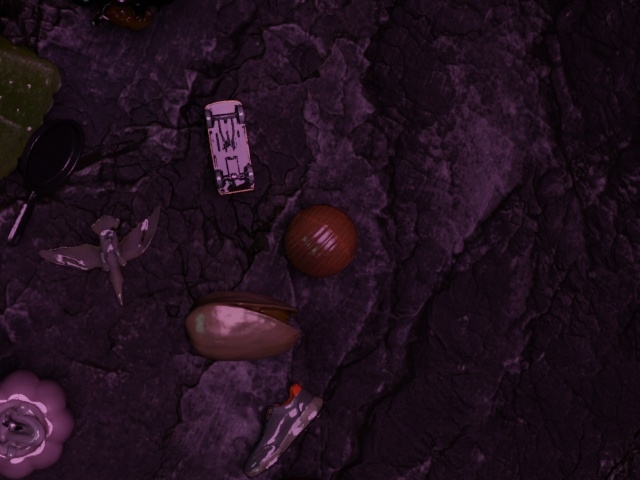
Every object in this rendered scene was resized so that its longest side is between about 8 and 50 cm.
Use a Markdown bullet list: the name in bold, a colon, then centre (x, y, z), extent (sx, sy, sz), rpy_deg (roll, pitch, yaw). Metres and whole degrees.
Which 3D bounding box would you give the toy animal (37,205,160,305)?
- **toy animal**: centre (-0.362, 0.037, 1.546), extent (0.219, 0.095, 0.155), rpy_deg (-14, 88, -15)

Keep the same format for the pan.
- **pan**: centre (-0.471, -0.099, 1.509), extent (0.028, 0.136, 0.235), rpy_deg (24, 85, 18)

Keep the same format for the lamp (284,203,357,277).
- **lamp**: centre (0.000, 0.000, 1.631), extent (0.136, 0.136, 0.136), rpy_deg (0, 89, -16)

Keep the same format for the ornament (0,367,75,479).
- **ornament**: centre (-0.489, 0.297, 1.467), extent (0.178, 0.177, 0.177), rpy_deg (0, 89, -16)

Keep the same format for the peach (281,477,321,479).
- **peach**: centre (-0.079, 0.509, 1.592), extent (0.267, 0.159, 0.153), rpy_deg (-13, 86, -14)

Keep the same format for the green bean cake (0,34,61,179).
- **green bean cake**: centre (-0.569, -0.239, 1.453), extent (0.248, 0.125, 0.222), rpy_deg (32, 81, -34)

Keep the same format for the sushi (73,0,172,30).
- **sushi**: centre (-0.337, -0.466, 1.501), extent (0.227, 0.215, 0.212), rpy_deg (38, 79, -13)

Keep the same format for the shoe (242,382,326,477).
- **shoe**: centre (-0.079, 0.341, 1.638), extent (0.194, 0.074, 0.077), rpy_deg (-44, 89, -15)

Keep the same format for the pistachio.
- **pistachio**: centre (-0.136, 0.146, 1.588), extent (0.206, 0.131, 0.129), rpy_deg (0, 62, -15)

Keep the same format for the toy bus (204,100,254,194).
- **toy bus**: centre (-0.164, -0.166, 1.618), extent (0.070, 0.074, 0.162), rpy_deg (-9, 93, -9)
